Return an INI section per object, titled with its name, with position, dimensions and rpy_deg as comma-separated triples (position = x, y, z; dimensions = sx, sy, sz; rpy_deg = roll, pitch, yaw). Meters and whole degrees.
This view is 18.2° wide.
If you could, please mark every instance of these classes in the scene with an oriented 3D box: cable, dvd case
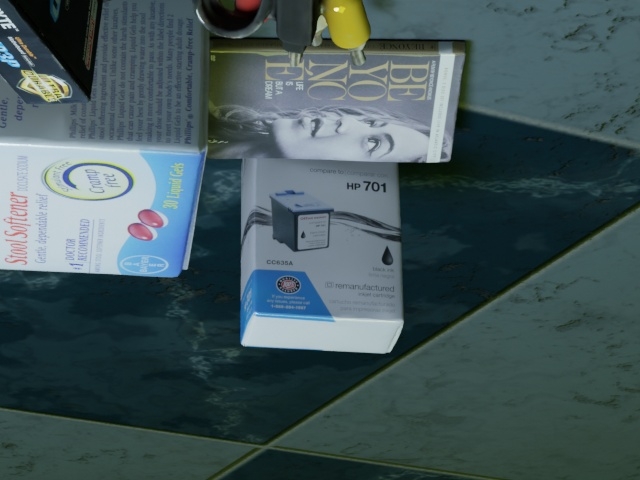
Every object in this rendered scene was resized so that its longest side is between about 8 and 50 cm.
[cable]
position = -0.022, -0.231, 1.502
dimensions = 0.139, 0.072, 0.287
rpy_deg = 16, 145, 6
[dvd case]
position = 0.010, -0.120, 1.743
dimensions = 0.221, 0.018, 0.164
rpy_deg = 0, 148, -2

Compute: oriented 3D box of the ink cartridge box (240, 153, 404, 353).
[ink cartridge box]
position = 0.000, 0.000, 1.829
dimensions = 0.139, 0.191, 0.082
rpy_deg = 3, 155, -9

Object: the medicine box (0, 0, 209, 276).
[medicine box]
position = -0.247, -0.089, 1.675
dimensions = 0.289, 0.149, 0.263
rpy_deg = 2, 157, -7

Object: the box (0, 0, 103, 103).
[box]
position = -0.186, -0.222, 1.274
dimensions = 0.051, 0.220, 0.175
rpy_deg = -1, 157, 15
